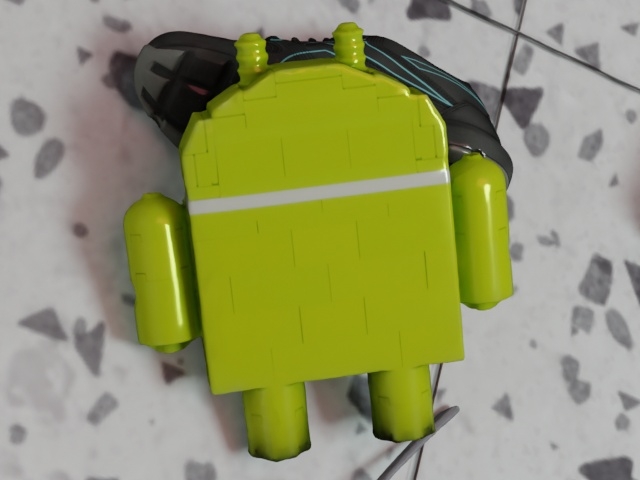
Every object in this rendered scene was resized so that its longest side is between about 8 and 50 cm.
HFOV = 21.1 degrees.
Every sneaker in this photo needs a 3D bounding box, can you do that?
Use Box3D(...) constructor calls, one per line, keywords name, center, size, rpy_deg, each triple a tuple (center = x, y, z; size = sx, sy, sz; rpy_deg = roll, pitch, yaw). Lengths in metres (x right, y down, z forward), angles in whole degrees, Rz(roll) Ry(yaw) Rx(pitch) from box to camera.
Box3D(name="sneaker", center=(0.001, -0.091, 1.169), size=(0.267, 0.101, 0.106), rpy_deg=(17, 45, -18))

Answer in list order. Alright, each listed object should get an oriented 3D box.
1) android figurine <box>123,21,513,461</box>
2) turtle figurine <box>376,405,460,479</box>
Box3D(name="android figurine", center=(0.000, 0.000, 1.090), size=(0.248, 0.056, 0.273), rpy_deg=(-9, 102, -6))
Box3D(name="turtle figurine", center=(0.030, 0.269, 1.070), size=(0.266, 0.275, 0.198), rpy_deg=(-17, 108, -8))
